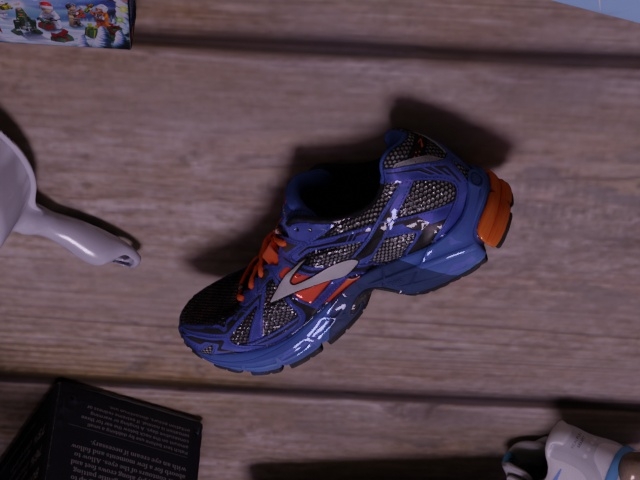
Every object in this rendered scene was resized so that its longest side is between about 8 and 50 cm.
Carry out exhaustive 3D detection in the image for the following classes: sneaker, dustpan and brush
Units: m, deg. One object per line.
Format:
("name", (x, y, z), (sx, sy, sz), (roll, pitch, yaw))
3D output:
("sneaker", (0.000, 0.000, 1.076), (0.221, 0.083, 0.087), (-31, 119, 29))
("sneaker", (0.156, 0.173, 1.307), (0.083, 0.071, 0.191), (31, 144, 4))
("dustpan and brush", (-0.194, -0.018, 1.079), (0.211, 0.060, 0.147), (31, 136, -23))

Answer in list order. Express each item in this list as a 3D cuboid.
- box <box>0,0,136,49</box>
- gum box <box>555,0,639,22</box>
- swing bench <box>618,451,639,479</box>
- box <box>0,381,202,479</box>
("box", (-0.159, -0.136, 0.932), (0.137, 0.027, 0.094), (3, 142, 0))
("gum box", (0.136, -0.169, 0.858), (0.184, 0.041, 0.157), (12, 142, -14))
("swing bench", (0.318, 0.031, 0.982), (0.254, 0.165, 0.253), (16, 141, -1))
("box", (-0.161, 0.224, 1.261), (0.108, 0.207, 0.153), (18, 141, -19))
